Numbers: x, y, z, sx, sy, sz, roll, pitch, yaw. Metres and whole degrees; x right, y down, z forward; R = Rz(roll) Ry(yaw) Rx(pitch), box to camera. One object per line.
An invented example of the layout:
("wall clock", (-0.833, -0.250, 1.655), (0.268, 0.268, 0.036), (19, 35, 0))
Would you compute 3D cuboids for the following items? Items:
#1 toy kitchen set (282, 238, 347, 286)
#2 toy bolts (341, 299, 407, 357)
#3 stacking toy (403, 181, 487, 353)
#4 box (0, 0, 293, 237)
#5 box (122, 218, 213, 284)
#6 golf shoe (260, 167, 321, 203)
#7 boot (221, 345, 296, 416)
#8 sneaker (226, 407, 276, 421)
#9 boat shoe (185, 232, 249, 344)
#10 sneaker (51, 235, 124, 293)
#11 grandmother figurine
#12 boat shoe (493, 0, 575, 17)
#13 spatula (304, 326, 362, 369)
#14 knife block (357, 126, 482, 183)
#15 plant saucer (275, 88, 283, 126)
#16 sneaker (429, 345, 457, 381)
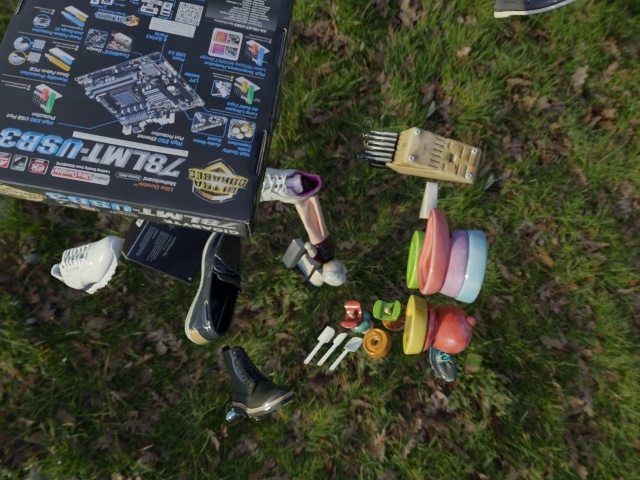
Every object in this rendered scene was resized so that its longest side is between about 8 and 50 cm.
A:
("toy kitchen set", (-0.023, 0.101, 1.731), (0.207, 0.166, 0.122), (52, 128, 26))
("toy bolts", (0.199, 0.322, 1.508), (0.228, 0.158, 0.218), (1, 62, 35))
("stacking toy", (0.258, 0.058, 0.846), (0.130, 0.309, 0.279), (8, 44, 5))
("box", (-0.196, -0.171, 0.476), (0.295, 0.073, 0.293), (9, 77, -4))
("box", (-0.636, -0.033, 1.832), (0.312, 0.179, 0.343), (33, 86, -38))
("golf shoe", (-0.134, -0.167, 1.208), (0.306, 0.140, 0.115), (-6, 89, -37))
("boot", (-0.136, 0.265, 0.826), (0.198, 0.077, 0.137), (-26, 79, 44))
("sneaker", (-0.239, 0.608, 1.489), (0.188, 0.067, 0.078), (-8, 84, -28))
("boat shoe", (-0.374, 0.152, 1.625), (0.156, 0.187, 0.500), (-11, 56, 35))
("sneaker", (-0.492, 0.048, 0.886), (0.095, 0.235, 0.090), (32, 46, -30))
("grandmother figurine", (0.000, 0.000, 1.423), (0.104, 0.208, 0.342), (-16, 103, 32))
("boat shoe", (0.436, -0.503, 0.858), (0.075, 0.206, 0.065), (-22, 118, -14))
("spatula", (0.047, 0.451, 1.710), (0.168, 0.019, 0.242), (20, 123, -18))
("knife block", (0.247, -0.223, 1.122), (0.275, 0.242, 0.088), (14, 92, -13))
("plant saucer", (-0.254, -0.440, 1.301), (0.310, 0.050, 0.311), (-9, 112, -24))
("sneaker", (0.304, 0.270, 1.064), (0.065, 0.076, 0.166), (-14, 63, 5))
